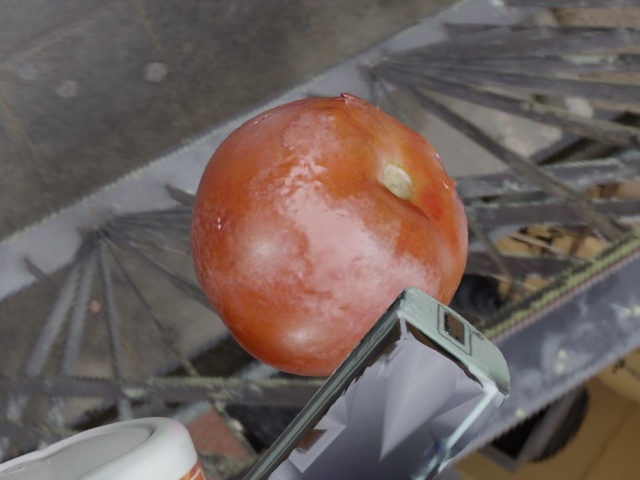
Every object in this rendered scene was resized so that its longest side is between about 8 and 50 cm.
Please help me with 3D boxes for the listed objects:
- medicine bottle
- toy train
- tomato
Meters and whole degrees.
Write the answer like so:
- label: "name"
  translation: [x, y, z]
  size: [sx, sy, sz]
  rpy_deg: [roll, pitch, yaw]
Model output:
- label: "medicine bottle"
  translation: [-0.202, 0.310, 1.278]
  size: [0.253, 0.252, 0.240]
  rpy_deg: [-20, 95, -19]
- label: "toy train"
  translation: [-0.027, 0.126, 0.556]
  size: [0.055, 0.048, 0.252]
  rpy_deg: [37, 107, -11]
- label: "tomato"
  translation: [0.000, 0.000, 1.053]
  size: [0.208, 0.208, 0.184]
  rpy_deg: [33, 130, -24]
